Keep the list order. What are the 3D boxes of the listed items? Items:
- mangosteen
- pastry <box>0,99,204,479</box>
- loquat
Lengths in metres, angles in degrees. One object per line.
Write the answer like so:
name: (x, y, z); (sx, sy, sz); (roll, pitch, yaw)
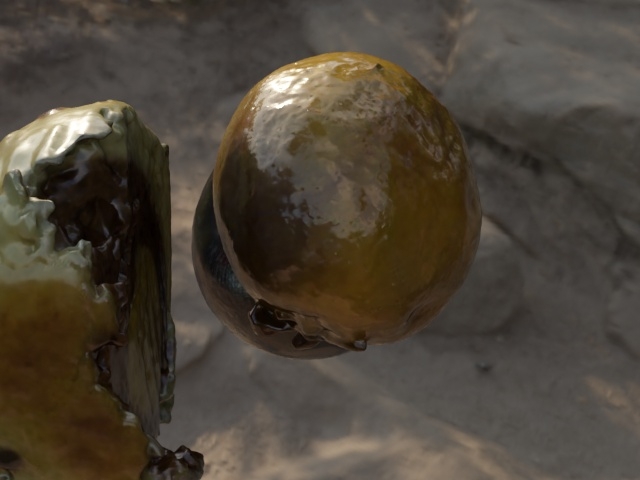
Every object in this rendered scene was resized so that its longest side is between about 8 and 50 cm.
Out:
mangosteen: (-0.007, -0.003, 1.346); (0.330, 0.330, 0.330); (12, 27, -6)
pastry: (-0.171, 0.042, 0.669); (0.170, 0.256, 0.237); (-8, 25, -1)
loquat: (0.024, -0.033, 0.813); (0.193, 0.238, 0.238); (4, 19, 30)
